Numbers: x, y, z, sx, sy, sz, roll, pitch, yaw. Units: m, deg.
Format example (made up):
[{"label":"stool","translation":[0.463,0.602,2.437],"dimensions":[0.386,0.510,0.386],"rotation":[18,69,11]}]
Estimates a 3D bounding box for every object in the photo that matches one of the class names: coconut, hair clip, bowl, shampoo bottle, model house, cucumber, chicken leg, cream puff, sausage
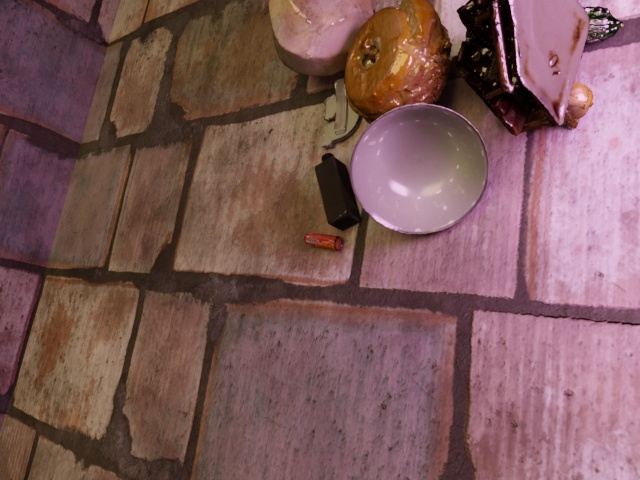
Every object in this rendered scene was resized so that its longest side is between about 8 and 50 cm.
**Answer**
[{"label":"coconut","translation":[0.005,-0.688,1.508],"dimensions":[0.352,0.352,0.353],"rotation":[-12,68,33]},{"label":"hair clip","translation":[0.065,-0.412,1.534],"dimensions":[0.140,0.054,0.220],"rotation":[-5,75,30]},{"label":"bowl","translation":[0.249,-0.198,1.223],"dimensions":[0.337,0.337,0.157],"rotation":[-33,17,23]},{"label":"shampoo bottle","translation":[0.046,-0.157,1.441],"dimensions":[0.079,0.080,0.246],"rotation":[-26,61,26]},{"label":"model house","translation":[0.401,-0.425,1.087],"dimensions":[0.297,0.317,0.282],"rotation":[-57,21,-9]},{"label":"cucumber","translation":[0.546,-0.520,1.184],"dimensions":[0.359,0.096,0.096],"rotation":[4,78,37]},{"label":"chicken leg","translation":[0.546,-0.311,1.132],"dimensions":[0.207,0.101,0.085],"rotation":[-7,66,56]},{"label":"cream puff","translation":[0.222,-0.472,1.304],"dimensions":[0.343,0.231,0.327],"rotation":[-55,36,29]},{"label":"sausage","translation":[0.000,0.000,1.444],"dimensions":[0.145,0.050,0.048],"rotation":[10,76,39]}]
